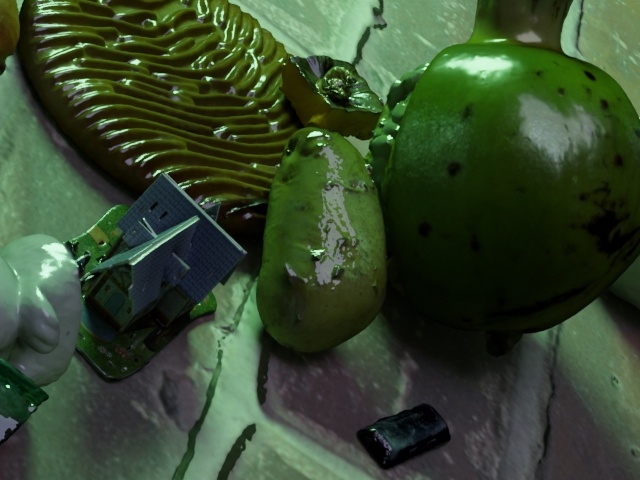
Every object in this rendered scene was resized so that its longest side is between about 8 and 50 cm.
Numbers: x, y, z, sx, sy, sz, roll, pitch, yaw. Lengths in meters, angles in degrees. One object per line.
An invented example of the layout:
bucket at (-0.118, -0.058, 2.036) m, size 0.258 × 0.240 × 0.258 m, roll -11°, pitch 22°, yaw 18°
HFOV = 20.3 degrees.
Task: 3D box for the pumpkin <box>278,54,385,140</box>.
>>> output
pumpkin at (0.011, -0.126, 1.536) m, size 0.083 × 0.054 × 0.074 m, roll -1°, pitch 46°, yaw -45°

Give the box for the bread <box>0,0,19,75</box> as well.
bread at (-0.303, -0.129, 1.036) m, size 0.245 × 0.121 × 0.174 m, roll -9°, pitch 54°, yaw -30°

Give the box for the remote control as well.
remote control at (0.067, 0.147, 1.369) m, size 0.039 × 0.014 × 0.096 m, roll 52°, pitch 33°, yaw 18°

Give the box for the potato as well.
potato at (0.000, 0.000, 1.387) m, size 0.105 × 0.085 × 0.188 m, roll 13°, pitch 63°, yaw -29°

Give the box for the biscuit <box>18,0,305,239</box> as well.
biscuit at (-0.107, -0.127, 1.498) m, size 0.318 × 0.040 × 0.318 m, roll 28°, pitch 33°, yaw -20°

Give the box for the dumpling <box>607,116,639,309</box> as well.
dumpling at (0.348, -0.017, 1.695) m, size 0.258 × 0.193 × 0.147 m, roll 40°, pitch 36°, yaw -6°

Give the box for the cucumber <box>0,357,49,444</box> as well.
cucumber at (-0.233, 0.100, 1.012) m, size 0.115 × 0.116 × 0.062 m, roll 36°, pitch -11°, yaw -3°

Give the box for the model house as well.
model house at (-0.123, 0.010, 1.267) m, size 0.117 × 0.088 × 0.167 m, roll 46°, pitch 32°, yaw 7°

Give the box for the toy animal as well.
toy animal at (-0.251, 0.043, 1.079) m, size 0.220 × 0.104 × 0.131 m, roll 7°, pitch 46°, yaw -41°

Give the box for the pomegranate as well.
pomegranate at (0.161, -0.079, 1.476) m, size 0.260 × 0.341 × 0.260 m, roll 10°, pitch 7°, yaw -1°
